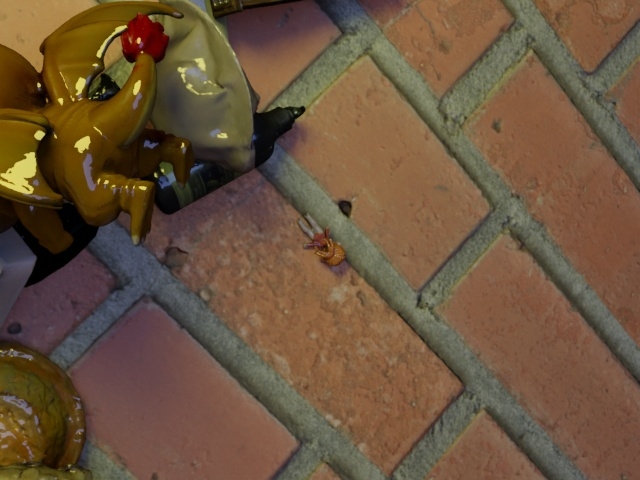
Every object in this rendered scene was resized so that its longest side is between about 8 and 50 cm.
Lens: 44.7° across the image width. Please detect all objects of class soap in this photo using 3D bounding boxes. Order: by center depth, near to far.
[{"bbox_3d":[-0.489,0.054,1.103,0.121,0.064,0.183,46,116,17],"label":"soap"}]

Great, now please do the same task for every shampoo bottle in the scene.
[{"bbox_3d":[-0.154,-0.149,1.269,0.284,0.101,0.101,-31,103,-17],"label":"shampoo bottle"}]

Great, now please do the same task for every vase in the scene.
[{"bbox_3d":[-0.381,-0.187,1.203,0.167,0.059,0.059,-43,106,-14],"label":"vase"}]

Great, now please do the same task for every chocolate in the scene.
[{"bbox_3d":[-0.428,-0.023,1.158,0.133,0.156,0.156,46,77,-1],"label":"chocolate"}]

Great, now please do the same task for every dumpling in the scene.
[{"bbox_3d":[-0.189,-0.223,1.133,0.163,0.204,0.292,-29,84,1],"label":"dumpling"}]

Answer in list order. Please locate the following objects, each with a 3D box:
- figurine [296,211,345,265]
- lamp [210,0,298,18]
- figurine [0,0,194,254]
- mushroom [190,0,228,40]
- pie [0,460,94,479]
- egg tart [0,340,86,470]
[{"bbox_3d":[0.000,0.000,1.368,0.064,0.047,0.109,-38,100,15],"label":"figurine"},{"bbox_3d":[-0.026,-0.432,1.271,0.326,0.089,0.090,-21,108,-32],"label":"lamp"},{"bbox_3d":[-0.364,-0.154,0.992,0.387,0.268,0.400,12,55,7],"label":"figurine"},{"bbox_3d":[-0.199,-0.419,1.254,0.100,0.081,0.311,-2,98,-9],"label":"mushroom"},{"bbox_3d":[-0.462,0.408,1.100,0.340,0.083,0.339,-12,141,-10],"label":"pie"},{"bbox_3d":[-0.497,0.288,1.158,0.289,0.118,0.288,-1,94,-17],"label":"egg tart"}]
